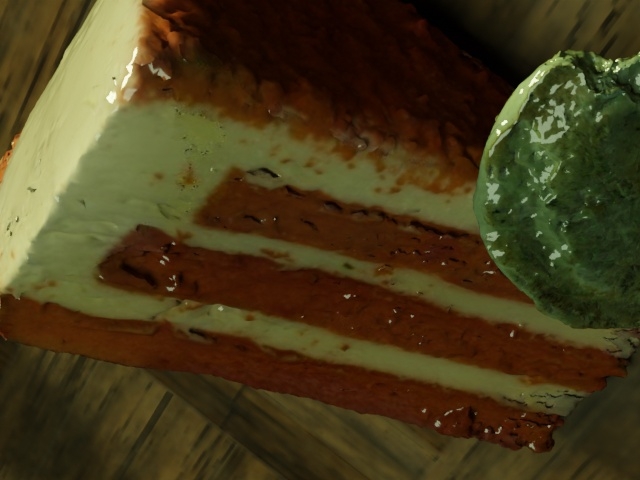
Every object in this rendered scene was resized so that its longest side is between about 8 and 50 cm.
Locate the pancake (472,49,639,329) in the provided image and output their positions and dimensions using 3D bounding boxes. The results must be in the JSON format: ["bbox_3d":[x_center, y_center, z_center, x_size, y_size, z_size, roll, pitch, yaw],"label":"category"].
[{"bbox_3d":[0.116,-0.018,0.642,0.129,0.022,0.116,15,117,-20],"label":"pancake"}]

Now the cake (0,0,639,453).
[{"bbox_3d":[0.000,0.000,0.682,0.262,0.159,0.158,37,130,2],"label":"cake"}]
